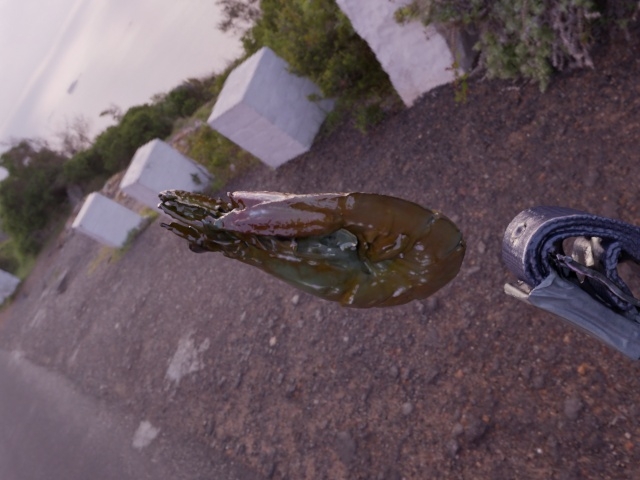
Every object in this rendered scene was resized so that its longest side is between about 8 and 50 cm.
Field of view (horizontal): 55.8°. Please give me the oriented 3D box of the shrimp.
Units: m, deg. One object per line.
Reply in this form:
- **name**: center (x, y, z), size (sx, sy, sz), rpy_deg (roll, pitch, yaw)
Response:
- **shrimp**: center (0.000, -0.001, 0.499), size (0.145, 0.267, 0.061), rpy_deg (129, 153, -52)

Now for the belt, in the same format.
- **belt**: center (0.322, 0.050, 0.683), size (0.139, 0.230, 0.126), rpy_deg (-60, 4, 9)
